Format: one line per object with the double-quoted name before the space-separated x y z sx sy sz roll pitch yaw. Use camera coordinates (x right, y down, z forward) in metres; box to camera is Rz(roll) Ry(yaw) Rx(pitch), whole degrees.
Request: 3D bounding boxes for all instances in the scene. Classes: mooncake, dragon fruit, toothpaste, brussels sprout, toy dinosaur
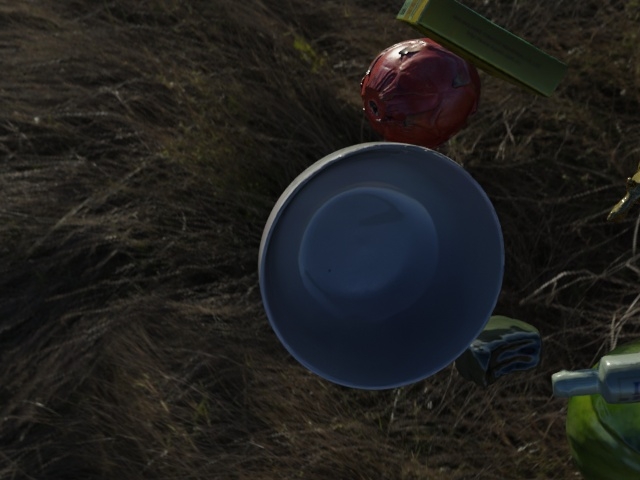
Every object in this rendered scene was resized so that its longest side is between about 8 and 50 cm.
"mooncake" 0.356 0.224 1.377 0.175 0.168 0.104 -5 103 12
"dragon fruit" 0.208 -0.304 1.412 0.252 0.241 0.241 5 63 -20
"toothpaste" 0.309 0.099 0.519 0.256 0.067 0.037 -9 47 16
"brussels sprout" 0.458 0.234 0.872 0.219 0.271 0.210 -24 102 -33
"toy dinosaur" 0.374 -0.067 0.772 0.039 0.162 0.126 35 103 31

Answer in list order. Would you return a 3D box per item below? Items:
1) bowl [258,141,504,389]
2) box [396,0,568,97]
"bowl" 0.062 0.019 0.830 0.287 0.144 0.286 -3 105 -9
"box" 0.170 -0.230 0.784 0.153 0.279 0.041 28 107 -8
